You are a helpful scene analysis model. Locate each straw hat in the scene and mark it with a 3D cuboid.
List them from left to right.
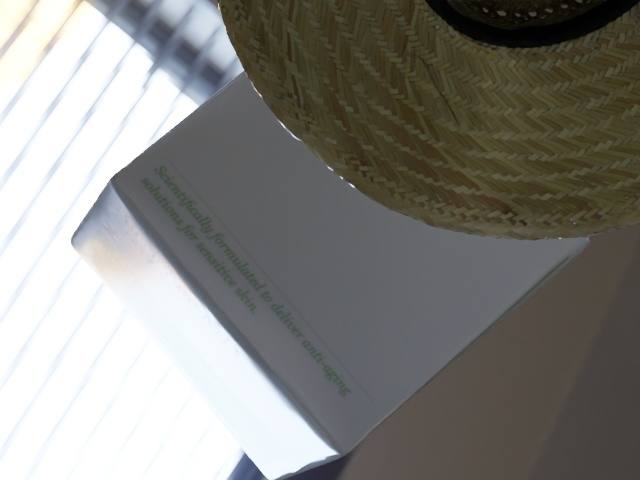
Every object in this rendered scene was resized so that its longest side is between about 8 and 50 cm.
[{"bbox_3d":[0.049,-0.076,0.377,0.144,0.144,0.061,-44,-166,16],"label":"straw hat"}]

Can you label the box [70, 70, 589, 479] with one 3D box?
[{"bbox_3d":[0.000,0.000,0.519,0.102,0.101,0.087,-40,180,-21],"label":"box"}]
